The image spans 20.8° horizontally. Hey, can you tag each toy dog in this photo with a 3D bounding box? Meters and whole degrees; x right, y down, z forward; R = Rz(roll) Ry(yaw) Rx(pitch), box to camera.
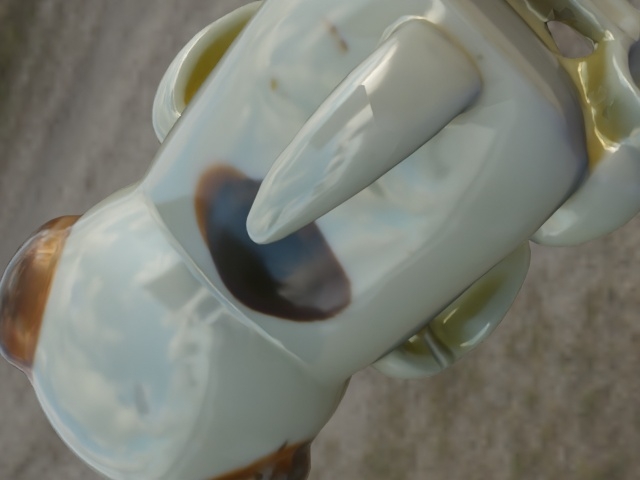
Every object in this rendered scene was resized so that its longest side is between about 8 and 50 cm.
[{"bbox_3d":[0.000,0.000,1.030,0.408,0.284,0.395,-44,11,29],"label":"toy dog"}]
